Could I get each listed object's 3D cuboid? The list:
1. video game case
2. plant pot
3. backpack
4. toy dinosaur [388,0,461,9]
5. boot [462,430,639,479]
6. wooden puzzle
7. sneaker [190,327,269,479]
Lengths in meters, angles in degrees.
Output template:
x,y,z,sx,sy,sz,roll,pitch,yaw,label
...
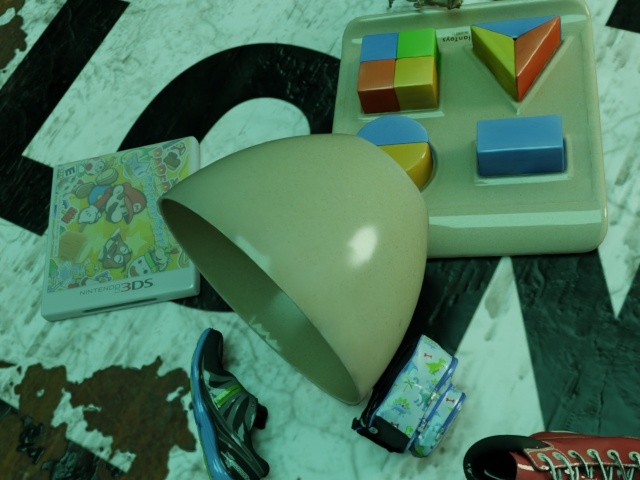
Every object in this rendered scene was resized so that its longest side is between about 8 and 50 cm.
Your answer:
x,y,z,sx,sy,sz,roll,pitch,yaw,label
-0.255,-0.018,1.096,0.206,0.026,0.227,-10,61,10,video game case
0.000,0.000,0.872,0.284,0.284,0.191,37,72,29,plant pot
0.097,0.160,0.859,0.084,0.105,0.114,31,75,4,backpack
0.138,-0.335,1.128,0.092,0.053,0.183,2,36,-7,toy dinosaur
0.250,0.203,0.704,0.244,0.176,0.088,-4,78,40,boot
0.165,-0.151,1.014,0.322,0.080,0.348,-2,63,15,wooden puzzle
-0.100,0.183,0.933,0.078,0.067,0.188,-10,57,-14,sneaker
